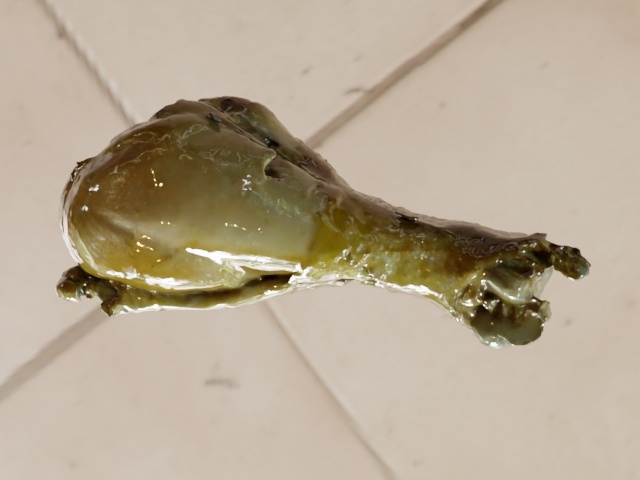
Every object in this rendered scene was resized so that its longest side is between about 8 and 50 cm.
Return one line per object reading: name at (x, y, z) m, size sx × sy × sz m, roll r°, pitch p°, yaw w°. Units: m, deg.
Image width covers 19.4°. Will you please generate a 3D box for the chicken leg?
chicken leg at (0.000, 0.000, 1.511) m, size 0.429 × 0.201 × 0.152 m, roll 14°, pitch 148°, yaw 5°
